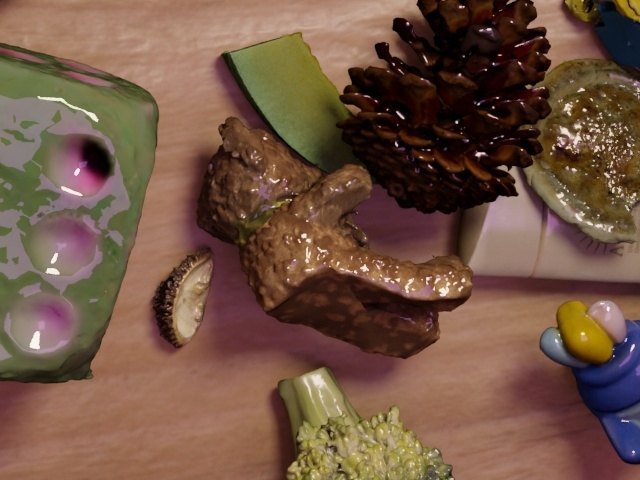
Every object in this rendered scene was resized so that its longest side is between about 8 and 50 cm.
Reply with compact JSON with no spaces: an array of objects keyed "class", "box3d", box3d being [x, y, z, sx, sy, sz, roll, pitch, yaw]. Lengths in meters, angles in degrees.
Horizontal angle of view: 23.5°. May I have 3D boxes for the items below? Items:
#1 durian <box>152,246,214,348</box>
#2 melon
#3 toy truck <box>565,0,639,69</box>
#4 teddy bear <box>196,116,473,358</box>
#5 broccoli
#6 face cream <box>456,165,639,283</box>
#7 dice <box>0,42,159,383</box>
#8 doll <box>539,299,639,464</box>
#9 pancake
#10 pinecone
[{"class":"durian","box3d":[-0.162,0.068,1.832,0.066,0.052,0.130,14,97,-16]},{"class":"melon","box3d":[-0.008,-0.152,1.833,0.262,0.053,0.114,46,72,-20]},{"class":"toy truck","box3d":[0.340,-0.390,1.790,0.162,0.161,0.385,-33,105,-13]},{"class":"teddy bear","box3d":[0.009,0.000,1.783,0.296,0.246,0.222,7,57,-16]},{"class":"broccoli","box3d":[0.017,0.271,1.851,0.263,0.247,0.243,-7,68,-48]},{"class":"face cream","box3d":[0.341,-0.035,1.897,0.349,0.081,0.173,3,95,-12]},{"class":"dice","box3d":[-0.357,-0.045,1.625,0.318,0.330,0.322,14,100,-12]},{"class":"doll","box3d":[0.445,0.137,1.894,0.366,0.187,0.376,-16,114,-4]},{"class":"pancake","box3d":[0.352,-0.112,1.852,0.254,0.037,0.253,5,67,-11]},{"class":"pinecone","box3d":[0.151,-0.172,1.756,0.246,0.246,0.292,28,73,-15]}]
